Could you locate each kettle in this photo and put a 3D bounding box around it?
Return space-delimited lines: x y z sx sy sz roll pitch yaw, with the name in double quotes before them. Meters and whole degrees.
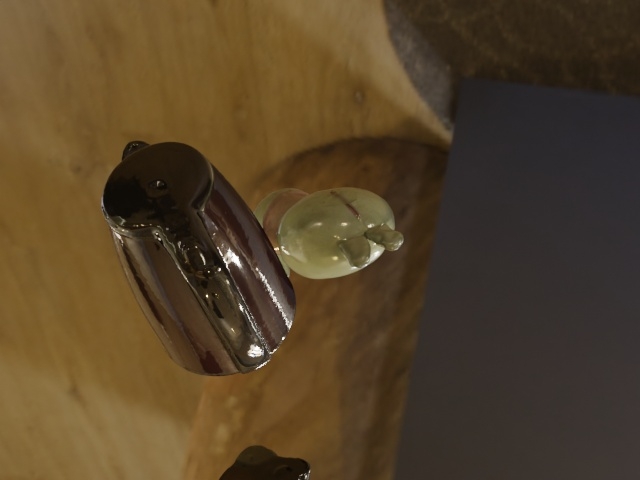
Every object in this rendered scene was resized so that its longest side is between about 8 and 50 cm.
"kettle" -0.113 0.029 1.182 0.144 0.202 0.232 -26 144 -1

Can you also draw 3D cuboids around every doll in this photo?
"doll" -0.005 -0.012 1.497 0.275 0.154 0.113 -10 100 65

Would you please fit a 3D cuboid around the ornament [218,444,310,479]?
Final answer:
"ornament" -0.077 0.403 1.487 0.106 0.251 0.260 16 139 38
